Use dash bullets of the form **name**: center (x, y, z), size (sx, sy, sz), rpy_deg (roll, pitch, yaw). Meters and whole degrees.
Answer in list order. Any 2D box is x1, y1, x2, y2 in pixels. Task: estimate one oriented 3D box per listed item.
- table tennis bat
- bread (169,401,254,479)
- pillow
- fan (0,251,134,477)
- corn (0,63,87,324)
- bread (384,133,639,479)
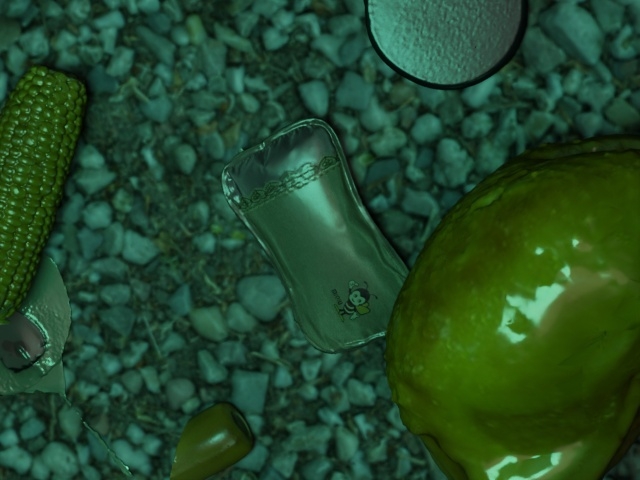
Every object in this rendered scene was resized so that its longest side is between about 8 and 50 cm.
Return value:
- **table tennis bat**: center (0.082, -0.235, 1.200), size (0.236, 0.027, 0.150), rpy_deg (24, 101, 1)
- **bread**: center (-0.122, 0.210, 1.278), size (0.103, 0.049, 0.062), rpy_deg (-29, 95, 8)
- **pillow**: center (0.000, 0.000, 1.238), size (0.130, 0.038, 0.233), rpy_deg (-26, 97, 12)
- **fan**: center (-0.296, 0.129, 1.304), size (0.182, 0.010, 0.310), rpy_deg (-42, 92, 10)
- **corn**: center (-0.297, -0.044, 1.237), size (0.091, 0.091, 0.260), rpy_deg (23, 96, 2)
- **bread**: center (0.212, 0.041, 1.063), size (0.250, 0.394, 0.361), rpy_deg (42, 104, 14)
